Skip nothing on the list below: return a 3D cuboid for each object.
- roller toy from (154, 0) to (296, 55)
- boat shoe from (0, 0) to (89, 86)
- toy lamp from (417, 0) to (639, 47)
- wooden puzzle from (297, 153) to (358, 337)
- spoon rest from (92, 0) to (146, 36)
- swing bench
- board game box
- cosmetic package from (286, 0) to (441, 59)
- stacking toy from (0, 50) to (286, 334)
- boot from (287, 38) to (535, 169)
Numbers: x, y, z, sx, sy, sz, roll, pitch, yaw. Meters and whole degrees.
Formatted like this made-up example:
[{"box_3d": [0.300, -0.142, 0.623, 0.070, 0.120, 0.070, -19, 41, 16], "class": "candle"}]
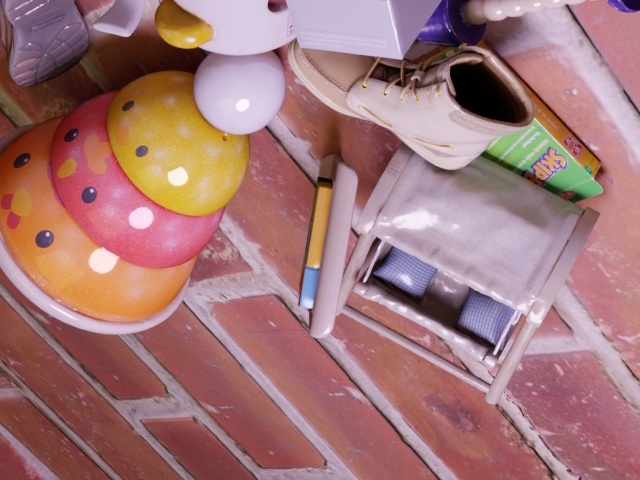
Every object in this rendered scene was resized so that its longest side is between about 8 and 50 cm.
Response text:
[{"box_3d": [-0.092, -0.310, 1.645, 0.191, 0.209, 0.146, -1, 145, -2], "class": "roller toy"}, {"box_3d": [-0.390, -0.320, 1.981, 0.116, 0.123, 0.324, 62, 161, 16], "class": "boat shoe"}, {"box_3d": [0.215, -0.259, 1.569, 0.274, 0.080, 0.080, -8, 130, 42], "class": "toy lamp"}, {"box_3d": [0.000, 0.000, 1.889, 0.044, 0.221, 0.239, 9, -174, -7], "class": "wooden puzzle"}, {"box_3d": [-0.255, -0.394, 1.800, 0.137, 0.084, 0.276, 17, 131, 20], "class": "spoon rest"}, {"box_3d": [0.174, 0.027, 1.822, 0.253, 0.165, 0.255, 28, 142, 9], "class": "swing bench"}, {"box_3d": [0.224, -0.137, 1.759, 0.259, 0.039, 0.124, 46, 146, -15], "class": "board game box"}, {"box_3d": [0.070, -0.297, 1.487, 0.127, 0.238, 0.107, 12, 142, 29], "class": "cosmetic package"}, {"box_3d": [-0.216, -0.122, 1.982, 0.350, 0.351, 0.480, 40, 128, -12], "class": "stacking toy"}, {"box_3d": [0.100, -0.182, 1.643, 0.262, 0.095, 0.203, 34, 164, -9], "class": "boot"}]
